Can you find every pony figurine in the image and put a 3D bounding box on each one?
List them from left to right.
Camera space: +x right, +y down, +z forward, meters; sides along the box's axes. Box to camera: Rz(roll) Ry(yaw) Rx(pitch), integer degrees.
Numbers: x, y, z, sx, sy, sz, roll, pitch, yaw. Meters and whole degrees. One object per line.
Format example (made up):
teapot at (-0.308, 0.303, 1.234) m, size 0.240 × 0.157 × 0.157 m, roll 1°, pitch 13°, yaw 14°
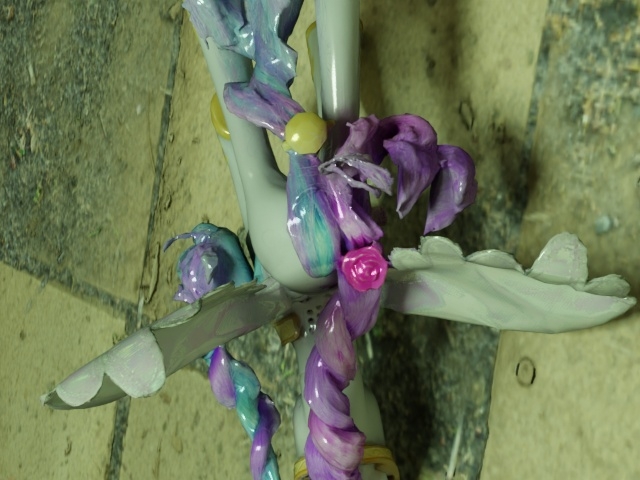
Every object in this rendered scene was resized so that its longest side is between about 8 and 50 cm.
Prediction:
pony figurine at (0.000, 0.000, 0.940) m, size 0.351 × 0.303 × 0.363 m, roll 86°, pitch 176°, yaw -76°
